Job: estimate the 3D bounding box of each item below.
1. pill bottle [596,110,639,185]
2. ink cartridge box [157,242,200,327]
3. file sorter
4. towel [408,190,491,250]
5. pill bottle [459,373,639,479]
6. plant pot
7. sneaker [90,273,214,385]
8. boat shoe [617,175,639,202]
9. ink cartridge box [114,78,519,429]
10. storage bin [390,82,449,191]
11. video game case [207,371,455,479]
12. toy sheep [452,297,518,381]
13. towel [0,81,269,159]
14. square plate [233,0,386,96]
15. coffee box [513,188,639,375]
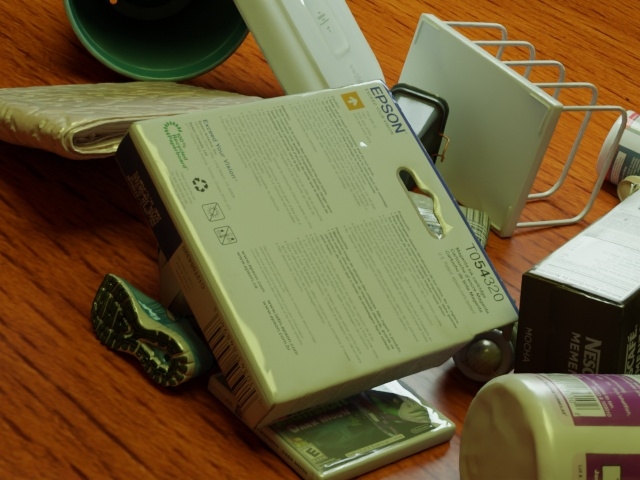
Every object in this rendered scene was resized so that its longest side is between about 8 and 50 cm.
[{"bbox_3d":[0.496,-0.103,2.083,0.180,0.108,0.108,28,31,22],"label":"pill bottle"},{"bbox_3d":[-0.094,-0.015,1.569,0.153,0.087,0.208,4,60,-20],"label":"ink cartridge box"},{"bbox_3d":[0.252,-0.161,1.985,0.173,0.193,0.277,-4,34,-37],"label":"file sorter"},{"bbox_3d":[0.038,-0.017,1.762,0.324,0.056,0.312,18,29,7],"label":"towel"},{"bbox_3d":[0.296,0.209,1.367,0.301,0.169,0.169,3,31,-22],"label":"pill bottle"},{"bbox_3d":[-0.239,-0.381,2.088,0.271,0.272,0.255,7,15,-14],"label":"plant pot"},{"bbox_3d":[-0.170,0.092,1.479,0.162,0.063,0.073,41,21,30],"label":"sneaker"},{"bbox_3d":[0.446,-0.040,2.004,0.048,0.056,0.153,5,37,-28],"label":"boat shoe"},{"bbox_3d":[0.000,0.000,1.498,0.330,0.071,0.324,-13,66,-37],"label":"ink cartridge box"},{"bbox_3d":[0.112,-0.119,1.914,0.098,0.135,0.091,21,40,10],"label":"storage bin"},{"bbox_3d":[0.012,0.166,1.457,0.190,0.022,0.173,-14,39,-42],"label":"video game case"},{"bbox_3d":[0.180,0.106,1.579,0.091,0.091,0.132,19,20,7],"label":"toy sheep"},{"bbox_3d":[-0.243,-0.149,1.760,0.317,0.053,0.332,-7,14,-35],"label":"towel"},{"bbox_3d":[-0.011,-0.283,1.948,0.344,0.049,0.347,60,21,-7],"label":"square plate"},{"bbox_3d":[0.334,0.071,1.591,0.119,0.168,0.297,19,32,32],"label":"coffee box"}]
